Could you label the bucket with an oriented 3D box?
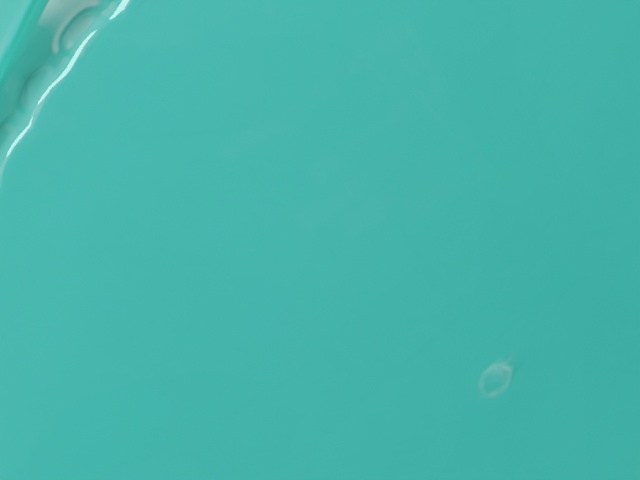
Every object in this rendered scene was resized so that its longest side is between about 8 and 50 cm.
[{"bbox_3d":[0.000,0.000,0.472,0.281,0.183,0.281,-8,112,-21],"label":"bucket"}]
